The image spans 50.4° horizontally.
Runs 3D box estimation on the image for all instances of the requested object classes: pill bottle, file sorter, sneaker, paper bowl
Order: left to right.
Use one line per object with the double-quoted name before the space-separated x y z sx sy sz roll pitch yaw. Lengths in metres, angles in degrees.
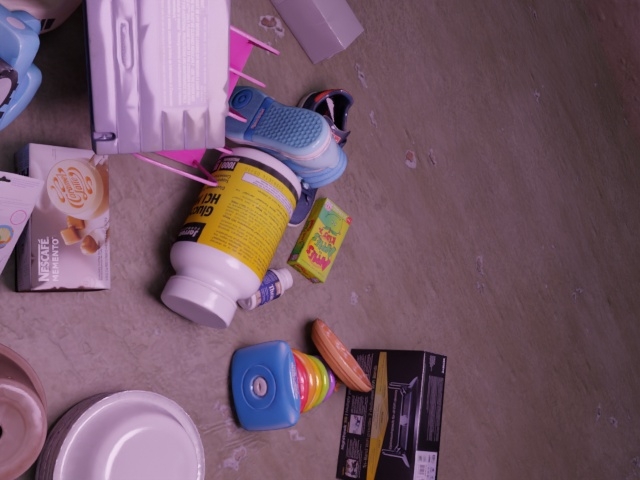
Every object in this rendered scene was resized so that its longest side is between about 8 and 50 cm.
"paper bowl" -0.330 0.404 1.181 0.284 0.148 0.284 13 70 -41
"file sorter" -0.234 -0.275 1.269 0.202 0.182 0.290 19 103 -36
"pill bottle" -0.180 -0.004 1.351 0.188 0.188 0.334 38 61 -30
"pill bottle" -0.120 0.101 1.467 0.120 0.067 0.067 -22 99 -39
"sneaker" -0.082 -0.204 1.437 0.127 0.319 0.208 -55 145 -8
"sneaker" -0.015 -0.199 1.542 0.131 0.148 0.350 27 68 -34

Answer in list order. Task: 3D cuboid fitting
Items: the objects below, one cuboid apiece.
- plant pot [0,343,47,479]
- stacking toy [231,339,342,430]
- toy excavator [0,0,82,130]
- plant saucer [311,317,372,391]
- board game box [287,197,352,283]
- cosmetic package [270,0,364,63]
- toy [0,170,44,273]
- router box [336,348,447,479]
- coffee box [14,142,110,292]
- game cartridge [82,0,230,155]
"plant pot" -0.517 0.277 1.008 0.263 0.229 0.263 5 82 -40
"stacking toy" -0.035 0.308 1.479 0.302 0.166 0.175 10 68 -54
"toy excavator" -0.506 -0.328 1.073 0.222 0.433 0.445 37 24 -7
"plant saucer" 0.041 0.263 1.523 0.037 0.200 0.200 -38 113 1
"board game box" 0.000 0.000 1.596 0.092 0.043 0.181 40 61 -30
"cosmetic package" -0.021 -0.551 1.599 0.238 0.127 0.107 51 57 -25
"toy" -0.551 -0.012 1.069 0.137 0.056 0.237 10 110 -59
"router box" 0.159 0.405 1.547 0.081 0.243 0.308 18 74 -37
"coffee box" -0.451 -0.033 1.187 0.141 0.098 0.246 3 82 -40
"game cartridge" -0.257 -0.317 1.087 0.230 0.068 0.355 -9 118 -29
